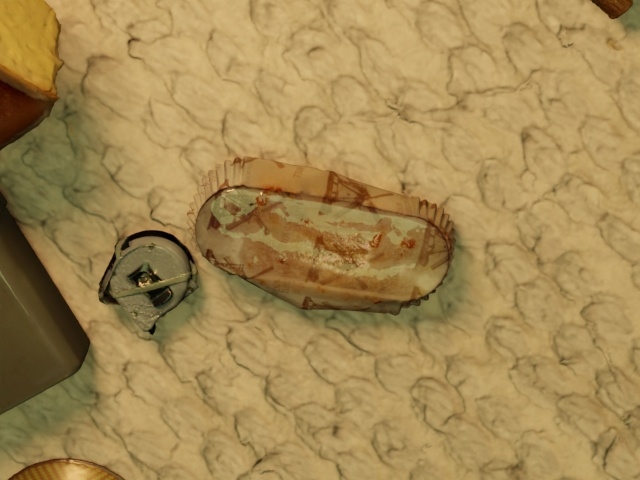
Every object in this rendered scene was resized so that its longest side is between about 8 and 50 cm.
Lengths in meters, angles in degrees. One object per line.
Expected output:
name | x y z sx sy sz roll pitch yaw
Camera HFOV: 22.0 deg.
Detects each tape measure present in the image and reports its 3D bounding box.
tape measure | -0.174 0.036 1.653 0.091 0.054 0.094 36 108 -15

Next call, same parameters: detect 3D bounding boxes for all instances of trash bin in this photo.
trash bin | -0.361 0.058 1.649 0.176 0.101 0.236 -28 107 9

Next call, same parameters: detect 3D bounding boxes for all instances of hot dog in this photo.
hot dog | 0.000 0.000 1.623 0.268 0.075 0.144 14 113 -5

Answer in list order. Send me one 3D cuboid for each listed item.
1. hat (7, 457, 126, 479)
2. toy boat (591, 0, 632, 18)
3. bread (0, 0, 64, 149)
hat | -0.271 0.335 1.741 0.193 0.082 0.193 1 109 3
toy boat | 0.278 -0.258 1.532 0.226 0.068 0.088 40 110 -13
bread | -0.442 -0.173 1.448 0.333 0.143 0.323 -27 131 35
